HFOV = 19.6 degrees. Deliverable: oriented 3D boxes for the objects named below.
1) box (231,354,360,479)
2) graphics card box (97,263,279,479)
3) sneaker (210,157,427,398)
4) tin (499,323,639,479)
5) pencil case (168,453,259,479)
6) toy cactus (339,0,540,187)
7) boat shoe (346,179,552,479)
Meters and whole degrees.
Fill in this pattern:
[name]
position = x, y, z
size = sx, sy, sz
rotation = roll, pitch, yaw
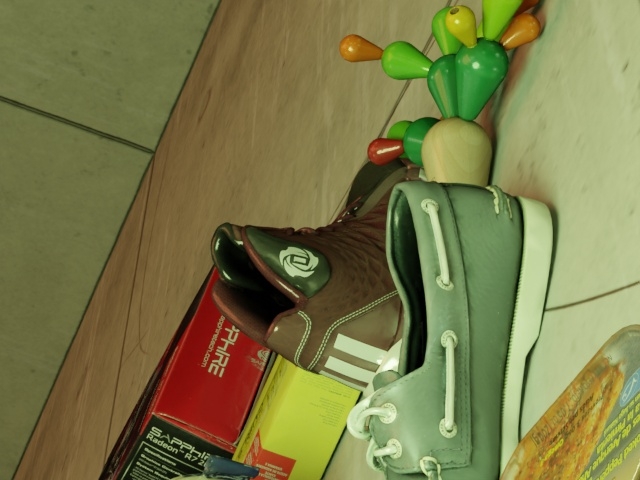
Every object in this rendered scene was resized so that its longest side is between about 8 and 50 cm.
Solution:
[box]
position = -0.026, 0.160, 1.478
size = 0.087, 0.058, 0.232
rotation = -95, 27, -64
[graphics card box]
position = -0.147, 0.205, 1.793
size = 0.233, 0.094, 0.371
rotation = -70, 7, -46
[sneaker]
position = 0.000, 0.000, 1.359
size = 0.281, 0.162, 0.106
rotation = -92, 25, -59
[tin]
position = 0.132, 0.120, 0.904
size = 0.190, 0.040, 0.106
rotation = 122, 166, -46
[pencil case]
position = -0.143, 0.294, 1.418
size = 0.160, 0.183, 0.410
rotation = -53, 6, -33
[toy cactus]
position = 0.089, -0.100, 1.317
size = 0.219, 0.112, 0.180
rotation = -43, 38, 48
[boat shoe]
position = 0.059, 0.107, 1.089
size = 0.116, 0.099, 0.319
rotation = 133, 153, -61
